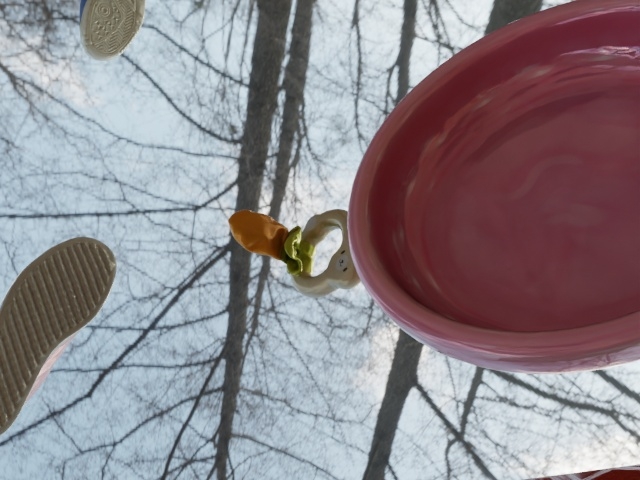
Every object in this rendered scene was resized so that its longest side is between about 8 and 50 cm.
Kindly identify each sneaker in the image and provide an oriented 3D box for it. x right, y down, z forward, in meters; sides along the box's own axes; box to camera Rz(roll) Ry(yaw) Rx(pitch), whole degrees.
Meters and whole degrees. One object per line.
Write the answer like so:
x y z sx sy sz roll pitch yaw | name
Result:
-0.215 -0.252 0.709 0.058 0.152 0.085 10 -179 -40 | sneaker
-0.180 0.058 0.434 0.051 0.070 0.134 37 -118 -18 | sneaker

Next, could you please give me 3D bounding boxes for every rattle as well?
0.000 0.000 0.886 0.130 0.142 0.200 -47 -151 -13 | rattle

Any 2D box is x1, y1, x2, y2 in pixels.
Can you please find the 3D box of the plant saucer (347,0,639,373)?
0.182 -0.044 0.524 0.332 0.084 0.332 -21 -136 22 | plant saucer

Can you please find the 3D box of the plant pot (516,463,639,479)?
0.139 0.279 0.301 0.236 0.267 0.267 -29 -95 -37 | plant pot
